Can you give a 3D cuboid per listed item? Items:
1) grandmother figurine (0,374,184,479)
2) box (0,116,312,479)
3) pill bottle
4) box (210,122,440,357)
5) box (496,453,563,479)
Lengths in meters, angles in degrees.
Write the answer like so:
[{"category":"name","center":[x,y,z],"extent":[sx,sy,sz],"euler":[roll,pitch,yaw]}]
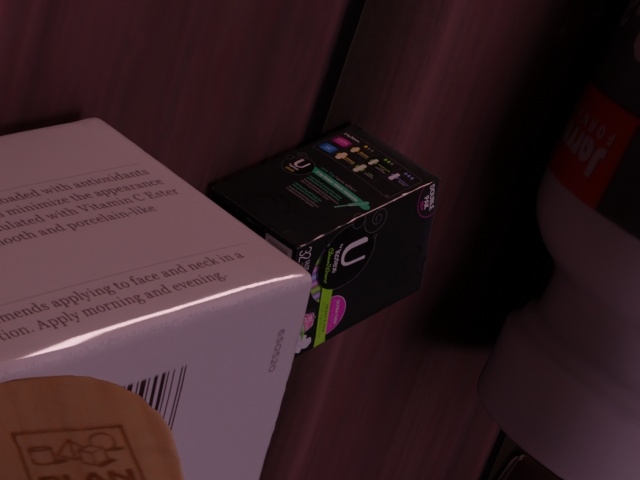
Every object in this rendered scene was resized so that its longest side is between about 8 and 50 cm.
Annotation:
[{"category":"grandmother figurine","center":[-0.112,0.193,0.500],"extent":[0.208,0.104,0.342],"euler":[2,125,-21]},{"category":"box","center":[-0.121,0.075,0.572],"extent":[0.181,0.119,0.182],"euler":[-16,131,-44]},{"category":"pill bottle","center":[0.228,-0.048,0.831],"extent":[0.210,0.210,0.363],"euler":[6,113,-54]},{"category":"box","center":[0.000,0.000,0.725],"extent":[0.083,0.052,0.062],"euler":[-26,139,-38]},{"category":"box","center":[0.176,0.258,1.043],"extent":[0.167,0.203,0.168],"euler":[-57,148,2]}]
